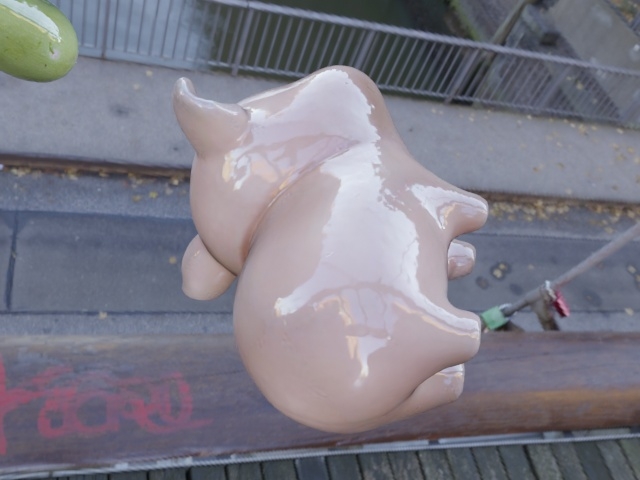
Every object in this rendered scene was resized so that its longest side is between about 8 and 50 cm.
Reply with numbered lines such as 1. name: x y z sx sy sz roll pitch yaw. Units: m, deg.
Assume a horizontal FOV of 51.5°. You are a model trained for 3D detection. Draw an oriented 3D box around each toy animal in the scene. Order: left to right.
1. toy animal: 0.000 0.000 0.559 0.269 0.237 0.326 10 43 2

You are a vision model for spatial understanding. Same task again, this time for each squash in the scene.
1. squash: -0.326 -0.212 0.573 0.250 0.083 0.083 23 36 -45
